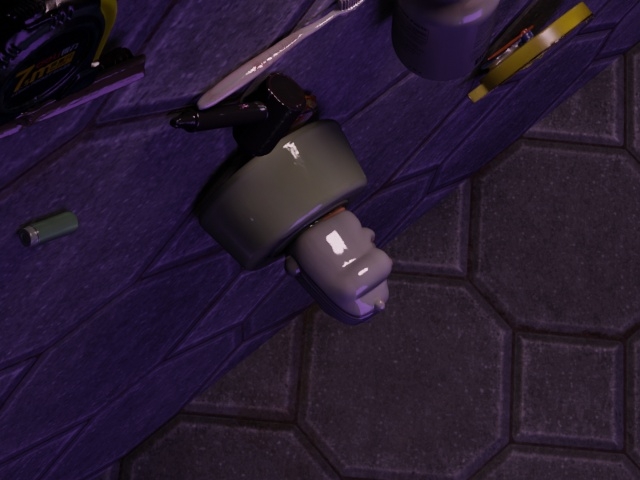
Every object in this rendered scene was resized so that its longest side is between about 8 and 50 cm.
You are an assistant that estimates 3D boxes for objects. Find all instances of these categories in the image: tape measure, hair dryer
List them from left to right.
[{"bbox_3d":[-0.263,-0.188,1.023,0.199,0.112,0.186,-39,177,-38],"label":"tape measure"},{"bbox_3d":[-0.128,-0.164,1.661,0.248,0.070,0.114,-20,156,-52],"label":"hair dryer"}]

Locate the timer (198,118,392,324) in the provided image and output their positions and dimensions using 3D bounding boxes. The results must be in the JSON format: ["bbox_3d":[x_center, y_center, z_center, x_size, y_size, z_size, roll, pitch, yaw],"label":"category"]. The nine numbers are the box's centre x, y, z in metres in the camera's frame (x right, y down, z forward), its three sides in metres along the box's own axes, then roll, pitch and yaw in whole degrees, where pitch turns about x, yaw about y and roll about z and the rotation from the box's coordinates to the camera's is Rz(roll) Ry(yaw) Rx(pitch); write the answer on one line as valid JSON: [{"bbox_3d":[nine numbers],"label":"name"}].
[{"bbox_3d":[0.000,0.000,1.975,0.291,0.315,0.291,-37,174,-5],"label":"timer"}]

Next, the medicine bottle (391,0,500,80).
[{"bbox_3d":[0.185,-0.354,1.727,0.157,0.157,0.288,-40,168,-8],"label":"medicine bottle"}]

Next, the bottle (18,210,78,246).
[{"bbox_3d":[-0.357,-0.014,1.546,0.083,0.030,0.030,-26,161,-50],"label":"bottle"}]

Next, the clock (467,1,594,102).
[{"bbox_3d":[0.454,-0.425,2.552,0.293,0.071,0.277,-35,-178,33],"label":"clock"}]

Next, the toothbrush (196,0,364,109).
[{"bbox_3d":[-0.049,-0.269,1.617,0.307,0.025,0.029,-38,160,-18],"label":"toothbrush"}]

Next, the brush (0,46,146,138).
[{"bbox_3d":[-0.299,-0.146,1.251,0.248,0.036,0.043,-29,160,-22],"label":"brush"}]

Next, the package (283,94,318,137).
[{"bbox_3d":[-0.058,-0.190,1.862,0.121,0.031,0.108,-43,168,9],"label":"package"}]
